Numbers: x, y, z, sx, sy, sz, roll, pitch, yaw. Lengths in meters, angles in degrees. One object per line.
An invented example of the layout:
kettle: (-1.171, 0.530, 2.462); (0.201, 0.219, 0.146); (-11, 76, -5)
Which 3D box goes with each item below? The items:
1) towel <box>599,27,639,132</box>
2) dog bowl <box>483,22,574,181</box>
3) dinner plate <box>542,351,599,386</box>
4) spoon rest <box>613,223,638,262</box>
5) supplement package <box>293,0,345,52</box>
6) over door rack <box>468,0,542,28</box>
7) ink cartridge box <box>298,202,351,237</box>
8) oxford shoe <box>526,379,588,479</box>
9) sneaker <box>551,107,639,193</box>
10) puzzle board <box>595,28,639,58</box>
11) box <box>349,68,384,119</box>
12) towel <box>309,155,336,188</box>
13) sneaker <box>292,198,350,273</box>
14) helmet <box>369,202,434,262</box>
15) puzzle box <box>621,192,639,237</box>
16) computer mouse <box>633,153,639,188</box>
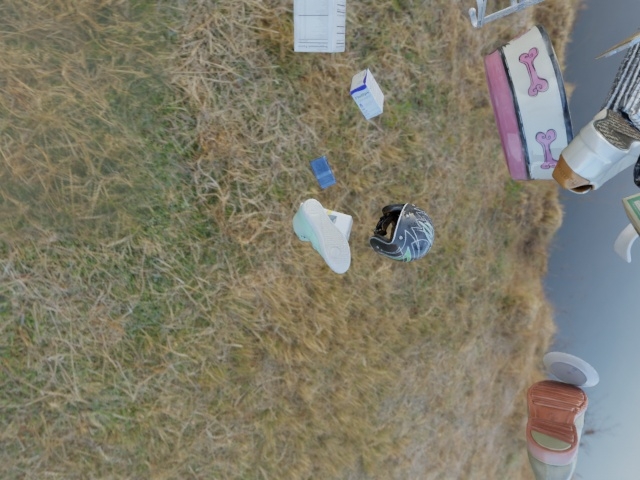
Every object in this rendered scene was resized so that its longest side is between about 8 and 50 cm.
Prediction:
towel: (0.884, -0.401, 1.269); (0.235, 0.121, 0.284); (19, 97, -29)
dog bowl: (0.545, -0.342, 1.287); (0.408, 0.150, 0.408); (-13, 90, -70)
dinner plate: (0.667, 0.350, 1.298); (0.017, 0.141, 0.141); (-50, 134, -29)
spoon rest: (0.854, -0.054, 1.177); (0.276, 0.137, 0.084); (-34, 127, 10)
supplement package: (-0.001, -0.735, 1.555); (0.134, 0.139, 0.244); (-46, 141, -60)
over door rack: (0.471, -0.637, 1.094); (0.239, 0.108, 0.324); (-20, 171, 6)
ink cartridge box: (0.019, -0.073, 1.958); (0.154, 0.212, 0.093); (39, 68, -80)
oxford shoe: (0.584, 0.477, 1.222); (0.397, 0.140, 0.147); (-19, 110, -54)
sneaker: (0.482, -0.153, 0.849); (0.290, 0.106, 0.123); (-16, 151, -43)
puzzle board: (0.444, -0.286, 0.660); (0.096, 0.128, 0.011); (-33, 92, 15)
box: (0.179, -0.558, 1.848); (0.137, 0.072, 0.126); (51, 33, -33)
towel: (0.010, -0.260, 1.850); (0.067, 0.029, 0.120); (-20, 115, 15)
sneaker: (0.000, -0.001, 1.584); (0.094, 0.151, 0.256); (-27, 86, -28)
helmet: (0.231, -0.020, 1.324); (0.169, 0.161, 0.170); (2, 88, -46)
puzzle box: (0.685, -0.004, 0.759); (0.052, 0.272, 0.409); (56, 29, -22)
computer mouse: (0.490, -0.134, 0.630); (0.041, 0.071, 0.242); (-9, 162, -1)
